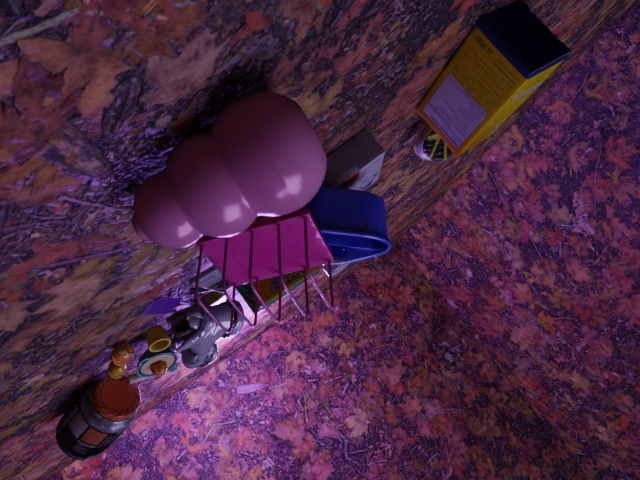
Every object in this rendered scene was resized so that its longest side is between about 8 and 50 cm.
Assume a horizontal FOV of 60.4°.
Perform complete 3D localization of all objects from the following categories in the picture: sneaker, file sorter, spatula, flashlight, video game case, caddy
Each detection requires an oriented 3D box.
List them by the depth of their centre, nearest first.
[{"bbox_3d":[-0.129,0.086,1.326,0.290,0.182,0.202,-14,140,13],"label":"file sorter"},{"bbox_3d":[0.025,-0.021,1.486,0.341,0.179,0.241,6,163,-16],"label":"caddy"},{"bbox_3d":[-0.264,0.092,1.633,0.190,0.022,0.173,-31,157,14],"label":"video game case"},{"bbox_3d":[-0.398,0.167,1.655,0.084,0.030,0.296,-48,166,32],"label":"spatula"},{"bbox_3d":[-0.422,0.317,1.815,0.210,0.138,0.366,3,143,-45],"label":"sneaker"},{"bbox_3d":[0.456,-0.416,1.842,0.384,0.145,0.147,-38,-160,-11],"label":"sneaker"},{"bbox_3d":[-0.524,0.396,2.019,0.103,0.103,0.304,-39,171,8],"label":"flashlight"}]

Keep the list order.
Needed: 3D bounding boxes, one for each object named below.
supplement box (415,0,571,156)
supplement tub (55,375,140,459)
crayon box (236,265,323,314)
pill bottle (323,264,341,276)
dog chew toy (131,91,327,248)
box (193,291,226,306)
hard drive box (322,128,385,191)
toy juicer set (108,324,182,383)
[{"bbox_3d":[0.459,-0.433,1.514,0.195,0.194,0.356,-31,168,-31],"label":"supplement box"},{"bbox_3d":[-0.748,0.595,1.866,0.316,0.194,0.193,-44,168,31],"label":"supplement tub"},{"bbox_3d":[-0.151,0.102,1.834,0.278,0.165,0.081,-32,168,-31],"label":"crayon box"},{"bbox_3d":[0.000,0.000,1.747,0.121,0.221,0.121,-36,169,-8],"label":"pill bottle"},{"bbox_3d":[-0.158,-0.100,0.910,0.331,0.207,0.206,-30,169,-1],"label":"dog chew toy"},{"bbox_3d":[-0.385,0.225,1.915,0.109,0.042,0.178,-33,168,-22],"label":"box"},{"bbox_3d":[0.078,-0.191,1.565,0.181,0.089,0.232,-37,169,-6],"label":"hard drive box"},{"bbox_3d":[-0.558,0.407,1.757,0.209,0.090,0.329,-22,149,-17],"label":"toy juicer set"}]
